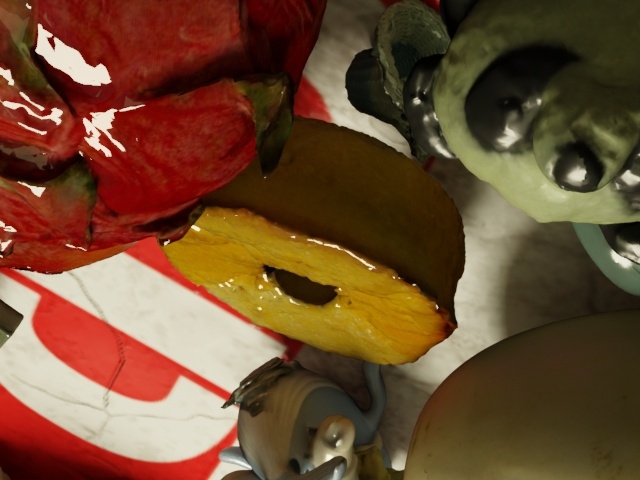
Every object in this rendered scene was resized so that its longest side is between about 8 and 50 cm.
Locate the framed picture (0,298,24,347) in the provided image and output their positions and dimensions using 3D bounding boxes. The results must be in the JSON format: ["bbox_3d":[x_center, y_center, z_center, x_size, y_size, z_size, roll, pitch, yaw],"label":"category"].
[{"bbox_3d":[-0.310,0.036,0.790,0.192,0.018,0.265,38,149,-11],"label":"framed picture"}]

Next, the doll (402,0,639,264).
[{"bbox_3d":[0.103,-0.110,0.429,0.144,0.234,0.135,10,145,-19],"label":"doll"}]

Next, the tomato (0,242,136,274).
[{"bbox_3d":[-0.185,-0.049,0.671,0.189,0.099,0.173,18,133,10],"label":"tomato"}]

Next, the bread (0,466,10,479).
[{"bbox_3d":[-0.258,0.275,0.914,0.314,0.171,0.192,17,127,9],"label":"bread"}]

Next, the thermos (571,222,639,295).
[{"bbox_3d":[0.233,-0.051,0.460,0.145,0.182,0.286,12,145,-42],"label":"thermos"}]

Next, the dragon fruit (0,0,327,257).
[{"bbox_3d":[-0.111,-0.132,0.486,0.244,0.244,0.298,12,111,13],"label":"dragon fruit"}]

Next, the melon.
[{"bbox_3d":[0.198,0.144,0.592,0.317,0.223,0.223,2,127,17],"label":"melon"}]

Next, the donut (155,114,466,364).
[{"bbox_3d":[-0.001,-0.001,0.623,0.174,0.074,0.190,15,160,15],"label":"donut"}]

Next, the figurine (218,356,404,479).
[{"bbox_3d":[0.006,0.155,0.711,0.128,0.208,0.183,-34,79,14],"label":"figurine"}]

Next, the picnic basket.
[{"bbox_3d":[0.051,-0.077,0.581,0.083,0.065,0.083,7,131,37],"label":"picnic basket"}]
